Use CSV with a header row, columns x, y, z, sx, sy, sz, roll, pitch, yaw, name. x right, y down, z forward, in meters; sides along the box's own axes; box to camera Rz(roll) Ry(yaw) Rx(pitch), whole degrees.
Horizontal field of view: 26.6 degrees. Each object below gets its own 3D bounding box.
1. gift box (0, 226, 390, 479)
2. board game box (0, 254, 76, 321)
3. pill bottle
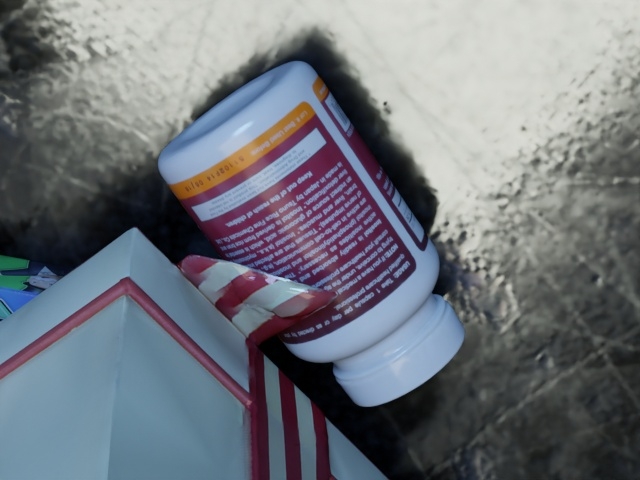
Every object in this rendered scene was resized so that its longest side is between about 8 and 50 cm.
x,y,z,sx,sy,sz,roll,pitch,yaw,name
-0.073,0.168,0.575,0.276,0.258,0.255,-30,119,13,gift box
-0.237,0.149,0.731,0.214,0.046,0.317,10,111,2,board game box
0.000,0.000,0.631,0.086,0.086,0.152,-31,104,15,pill bottle
